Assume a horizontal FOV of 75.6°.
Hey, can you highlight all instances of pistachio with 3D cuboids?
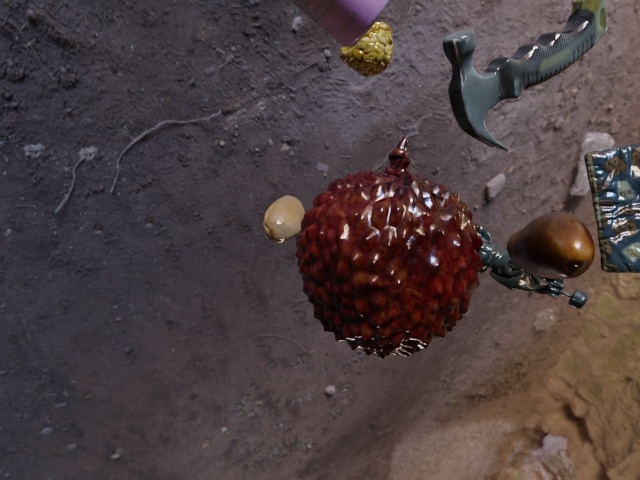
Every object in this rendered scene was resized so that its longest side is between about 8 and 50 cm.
[{"bbox_3d":[-0.126,-0.070,1.481,0.145,0.200,0.117,20,134,4],"label":"pistachio"}]

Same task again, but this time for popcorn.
[{"bbox_3d":[0.148,-0.604,1.294,0.180,0.180,0.170,-32,120,-5],"label":"popcorn"}]

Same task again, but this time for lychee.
[{"bbox_3d":[0.150,0.015,0.943,0.424,0.424,0.500,3,88,-33],"label":"lychee"}]

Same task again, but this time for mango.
[{"bbox_3d":[0.467,0.010,0.843,0.111,0.267,0.133,-4,90,2],"label":"mango"}]

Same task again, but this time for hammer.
[{"bbox_3d":[0.260,-0.219,0.515,0.226,0.041,0.159,-33,121,-9],"label":"hammer"}]

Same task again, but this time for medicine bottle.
[{"bbox_3d":[0.000,-0.581,0.887,0.290,0.178,0.178,29,108,-24],"label":"medicine bottle"}]

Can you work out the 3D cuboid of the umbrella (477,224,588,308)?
[{"bbox_3d":[0.534,0.074,1.114,0.143,0.349,0.094,-50,147,-13],"label":"umbrella"}]

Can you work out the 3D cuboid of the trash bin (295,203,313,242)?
[{"bbox_3d":[0.000,0.000,1.608,0.122,0.240,0.164,18,125,-34],"label":"trash bin"}]

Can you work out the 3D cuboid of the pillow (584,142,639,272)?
[{"bbox_3d":[0.629,-0.066,0.791,0.189,0.256,0.034,-8,172,17],"label":"pillow"}]
